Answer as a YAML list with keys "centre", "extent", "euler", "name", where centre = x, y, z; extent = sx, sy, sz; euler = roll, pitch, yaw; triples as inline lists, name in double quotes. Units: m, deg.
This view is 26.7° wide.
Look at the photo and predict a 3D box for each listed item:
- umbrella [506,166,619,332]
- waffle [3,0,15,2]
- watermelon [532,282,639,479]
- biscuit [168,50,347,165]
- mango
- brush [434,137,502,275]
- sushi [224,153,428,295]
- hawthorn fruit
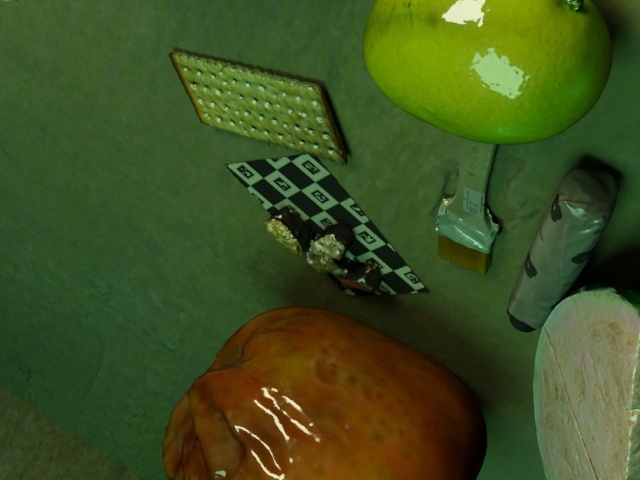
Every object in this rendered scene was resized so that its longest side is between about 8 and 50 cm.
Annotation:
- centre: [0.268, 0.023, 1.546]
  extent: [0.067, 0.073, 0.337]
  euler: [30, 153, 11]
  name: "umbrella"
- centre: [-0.326, -0.380, 1.293]
  extent: [0.073, 0.317, 0.297]
  euler: [-27, 109, 28]
  name: "waffle"
- centre: [0.395, 0.175, 1.557]
  extent: [0.292, 0.222, 0.319]
  euler: [-125, 29, -72]
  name: "watermelon"
- centre: [-0.077, -0.166, 1.673]
  extent: [0.231, 0.016, 0.139]
  euler: [16, 148, 31]
  name: "biscuit"
- centre: [0.143, -0.183, 1.267]
  extent: [0.273, 0.149, 0.185]
  euler: [16, 151, 40]
  name: "mango"
- centre: [0.176, -0.058, 1.570]
  extent: [0.085, 0.020, 0.336]
  euler: [25, 152, 17]
  name: "brush"
- centre: [0.000, 0.000, 1.833]
  extent: [0.192, 0.043, 0.279]
  euler: [-3, 136, 50]
  name: "sushi"
- centre: [-0.007, 0.325, 1.926]
  extent: [0.472, 0.472, 0.472]
  euler: [26, 152, 15]
  name: "hawthorn fruit"
